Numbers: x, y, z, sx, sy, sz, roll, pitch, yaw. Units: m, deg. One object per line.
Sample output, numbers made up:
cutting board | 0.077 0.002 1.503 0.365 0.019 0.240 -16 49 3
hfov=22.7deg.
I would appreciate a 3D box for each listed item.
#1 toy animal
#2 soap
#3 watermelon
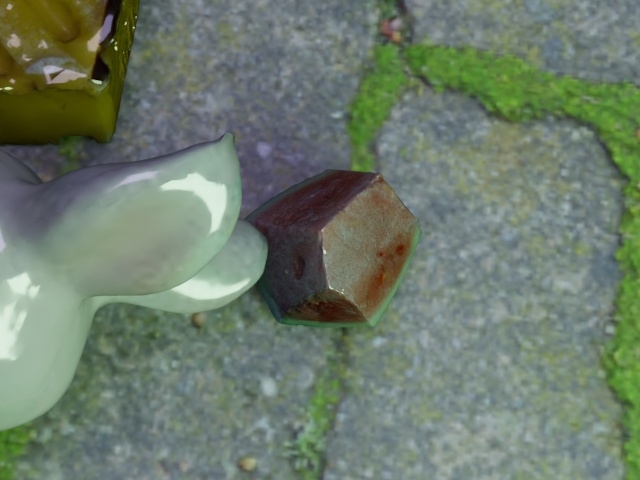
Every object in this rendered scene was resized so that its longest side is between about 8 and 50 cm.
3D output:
toy animal | -0.216 -0.003 0.770 0.368 0.196 0.241 8 84 4
soap | -0.192 -0.168 0.898 0.160 0.080 0.257 -38 76 -11
watermelon | 0.002 -0.003 0.853 0.092 0.072 0.084 21 55 11
